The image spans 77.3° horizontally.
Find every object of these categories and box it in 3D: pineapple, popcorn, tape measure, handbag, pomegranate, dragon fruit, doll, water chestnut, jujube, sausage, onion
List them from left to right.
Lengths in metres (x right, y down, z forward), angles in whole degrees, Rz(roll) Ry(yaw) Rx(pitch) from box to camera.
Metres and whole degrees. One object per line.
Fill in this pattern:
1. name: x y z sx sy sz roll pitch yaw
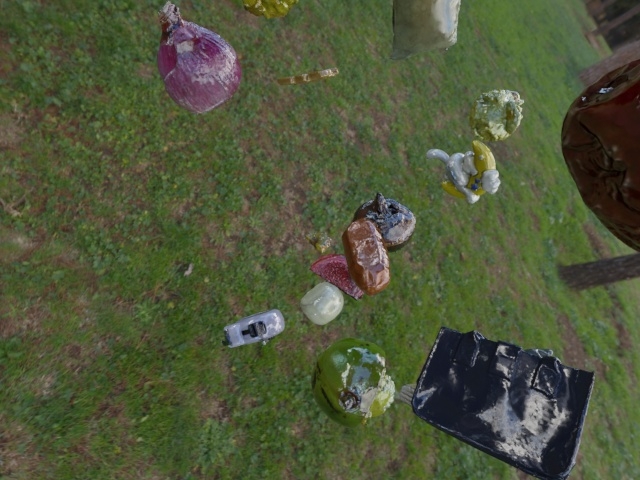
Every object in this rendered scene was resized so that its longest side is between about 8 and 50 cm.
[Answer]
1. onion: -0.389 -0.550 1.268 0.159 0.267 0.348 55 0 24
2. tape measure: -0.214 0.307 1.383 0.196 0.179 0.105 -5 76 -64
3. popcorn: -0.143 -0.700 1.080 0.197 0.156 0.197 -4 90 -75
4. pineapple: 0.000 0.000 0.912 0.045 0.083 0.019 -19 121 -20
5. dragon fruit: 0.097 0.134 1.700 0.262 0.189 0.163 37 45 -9
6. pomegranate: 0.094 0.425 1.258 0.261 0.341 0.260 0 95 -6
7. sausage: 0.133 0.043 1.155 0.133 0.133 0.258 22 37 -31
8. water chestnut: 0.283 -0.089 1.831 0.300 0.300 0.299 20 56 -33
9. doll: 0.535 -0.256 1.494 0.111 0.237 0.252 -37 103 -31
10. popcorn: 0.465 -0.334 1.072 0.142 0.135 0.162 3 52 -14
11. handbag: 0.392 0.326 0.877 0.118 0.326 0.269 48 65 -45
12. jujube: 0.601 -0.125 0.683 0.376 0.277 0.276 53 45 -8

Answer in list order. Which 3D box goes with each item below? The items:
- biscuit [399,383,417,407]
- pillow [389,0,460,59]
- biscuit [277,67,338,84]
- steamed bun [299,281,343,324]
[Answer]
1. biscuit: 0.486 0.633 1.440 0.144 0.426 0.078 17 88 -40
2. pillow: 0.257 -0.585 0.971 0.302 0.185 0.074 75 1 -56
3. biscuit: -0.048 -0.621 1.529 0.212 0.239 0.041 -78 158 -63
4. steamed bun: 0.009 0.169 1.065 0.112 0.130 0.090 -40 98 -10
